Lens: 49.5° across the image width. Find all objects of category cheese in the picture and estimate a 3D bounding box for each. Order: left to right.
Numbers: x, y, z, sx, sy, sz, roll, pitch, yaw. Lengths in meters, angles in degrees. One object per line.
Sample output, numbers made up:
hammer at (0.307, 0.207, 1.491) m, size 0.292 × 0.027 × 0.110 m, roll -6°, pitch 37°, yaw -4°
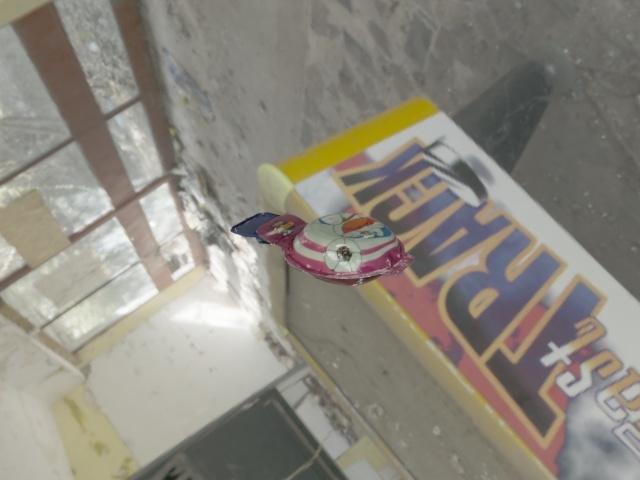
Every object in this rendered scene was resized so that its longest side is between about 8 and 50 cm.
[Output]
cheese at (0.000, 0.000, 0.868) m, size 0.244 × 0.155 × 0.062 m, roll 16°, pitch 119°, yaw 31°
